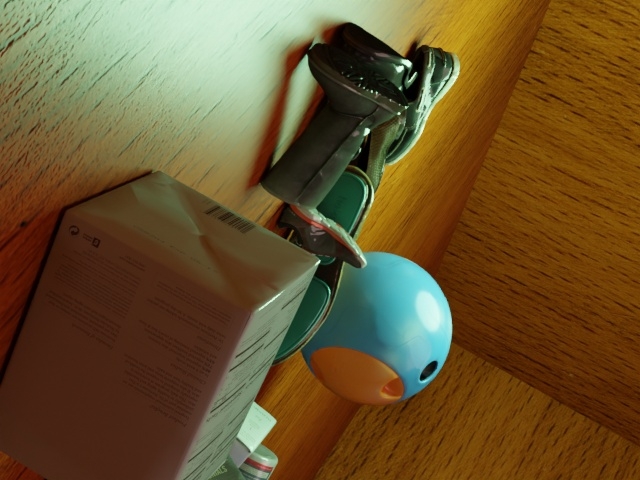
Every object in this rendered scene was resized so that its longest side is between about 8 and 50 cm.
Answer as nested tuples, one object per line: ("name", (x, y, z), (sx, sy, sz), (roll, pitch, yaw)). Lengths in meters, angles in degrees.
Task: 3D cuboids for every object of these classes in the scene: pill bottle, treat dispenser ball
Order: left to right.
("pill bottle", (-0.167, 0.467, 2.429), (0.180, 0.108, 0.108), (-61, 169, 2))
("treat dispenser ball", (0.101, 0.164, 2.399), (0.288, 0.288, 0.288), (-57, 169, -18))

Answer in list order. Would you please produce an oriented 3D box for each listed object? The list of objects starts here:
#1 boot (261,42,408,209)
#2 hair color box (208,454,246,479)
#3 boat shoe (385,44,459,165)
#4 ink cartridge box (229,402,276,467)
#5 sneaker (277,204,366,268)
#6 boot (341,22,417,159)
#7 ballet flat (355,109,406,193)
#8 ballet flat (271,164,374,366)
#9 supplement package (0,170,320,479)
("boot", (-0.007, -0.144, 1.683), (0.208, 0.076, 0.190), (-40, 134, 24))
("hair color box", (-0.230, 0.450, 1.892), (0.185, 0.110, 0.339), (-20, 147, -30))
("boat shoe", (0.147, -0.235, 2.225), (0.079, 0.084, 0.233), (10, 123, -38))
("ink cartridge box", (-0.203, 0.404, 2.042), (0.275, 0.060, 0.239), (-50, 178, 24))
("sneaker", (0.000, 0.000, 1.944), (0.065, 0.158, 0.061), (-48, -163, 11))
("boot", (0.034, -0.171, 1.791), (0.229, 0.091, 0.263), (-54, 163, 5))
("ballet flat", (0.084, -0.150, 2.168), (0.250, 0.058, 0.084), (113, -25, -53))
("ballet flat", (-0.017, 0.042, 2.037), (0.348, 0.123, 0.123), (-63, 169, 3))
("supplement package", (-0.164, 0.105, 1.262), (0.262, 0.199, 0.198), (-65, 169, 21))
